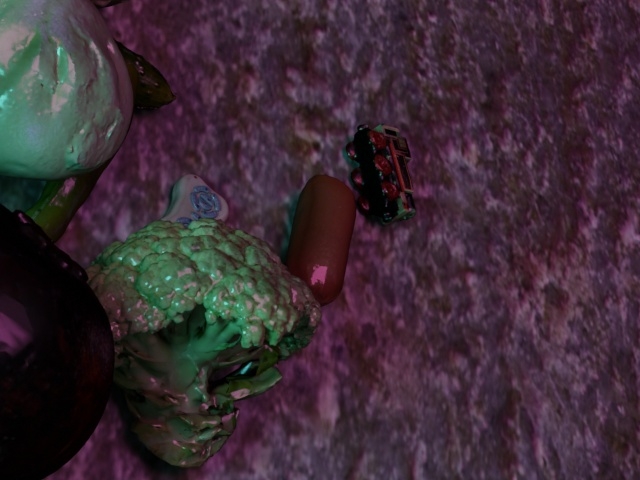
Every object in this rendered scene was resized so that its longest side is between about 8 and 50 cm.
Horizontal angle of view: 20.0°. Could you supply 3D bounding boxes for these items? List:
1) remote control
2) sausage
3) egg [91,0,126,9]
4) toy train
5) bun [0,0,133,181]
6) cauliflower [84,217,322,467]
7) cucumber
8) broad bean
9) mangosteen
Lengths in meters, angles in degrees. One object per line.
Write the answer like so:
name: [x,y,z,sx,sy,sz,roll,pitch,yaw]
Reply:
remote control: [-0.147,-0.020,2.054,0.074,0.032,0.122,40,41,-18]
sausage: [0.000,0.000,2.159,0.077,0.077,0.194,34,45,-24]
egg: [-0.285,-0.365,2.017,0.245,0.203,0.203,47,40,-16]
toy train: [0.083,-0.082,2.316,0.087,0.050,0.138,10,58,-45]
bun: [-0.313,-0.198,1.823,0.293,0.187,0.293,20,30,-12]
cauliflower: [-0.137,0.106,1.878,0.272,0.275,0.250,-66,159,-77]
cucumber: [-0.252,-0.203,2.047,0.227,0.069,0.069,27,47,-34]
broad bean: [-0.263,-0.077,1.941,0.075,0.067,0.325,59,41,-34]
mangosteen: [-0.335,0.102,1.615,0.297,0.293,0.297,36,18,-14]
